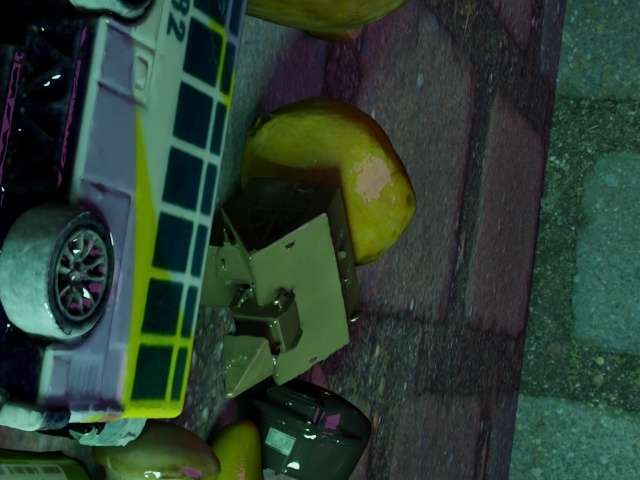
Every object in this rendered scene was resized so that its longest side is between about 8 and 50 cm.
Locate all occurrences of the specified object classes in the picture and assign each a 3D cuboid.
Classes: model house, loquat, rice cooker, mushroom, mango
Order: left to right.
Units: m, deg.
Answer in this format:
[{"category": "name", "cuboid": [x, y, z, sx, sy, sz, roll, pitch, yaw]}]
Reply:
[{"category": "mushroom", "cuboid": [-0.179, 0.375, 1.059, 0.154, 0.137, 0.408, 7, 86, -57]}, {"category": "mango", "cuboid": [-0.101, 0.287, 1.313, 0.103, 0.076, 0.161, 22, 72, -63]}, {"category": "model house", "cuboid": [-0.073, 0.071, 1.178, 0.248, 0.176, 0.181, -65, 152, -50]}, {"category": "rice cooker", "cuboid": [-0.016, 0.241, 1.431, 0.203, 0.142, 0.118, 35, 75, -62]}, {"category": "loquat", "cuboid": [0.011, -0.062, 1.327, 0.234, 0.187, 0.176, 47, 50, -27]}]

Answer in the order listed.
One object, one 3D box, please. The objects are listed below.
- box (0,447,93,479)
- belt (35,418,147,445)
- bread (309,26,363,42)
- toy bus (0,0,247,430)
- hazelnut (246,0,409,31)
[{"category": "box", "cuboid": [-0.289, 0.180, 0.731, 0.345, 0.134, 0.097, 28, 66, -68]}, {"category": "belt", "cuboid": [-0.204, 0.105, 1.001, 0.198, 0.078, 0.151, 58, 41, -59]}, {"category": "bread", "cuboid": [0.020, -0.331, 1.466, 0.122, 0.073, 0.149, 3, 95, -74]}, {"category": "toy bus", "cuboid": [-0.186, -0.101, 0.808, 0.249, 0.209, 0.440, 21, 76, -68]}, {"category": "hazelnut", "cuboid": [-0.016, -0.367, 1.027, 0.366, 0.365, 0.366, 6, 90, -69]}]
